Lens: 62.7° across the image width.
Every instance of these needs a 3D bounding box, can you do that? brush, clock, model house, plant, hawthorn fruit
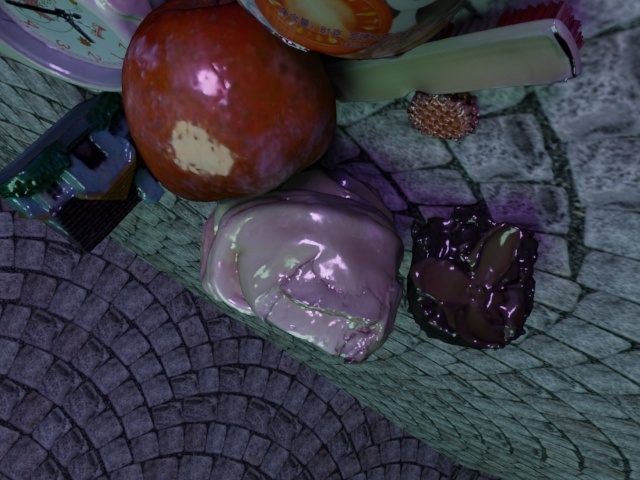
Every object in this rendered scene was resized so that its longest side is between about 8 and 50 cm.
[{"bbox_3d":[0.107,-0.183,0.534,0.060,0.050,0.321,41,163,-33],"label":"brush"},{"bbox_3d":[-0.319,-0.298,0.658,0.324,0.109,0.265,24,160,-24],"label":"clock"},{"bbox_3d":[-0.459,-0.115,1.070,0.230,0.280,0.249,5,142,50],"label":"model house"},{"bbox_3d":[0.206,0.058,0.736,0.178,0.204,0.234,10,163,21],"label":"plant"},{"bbox_3d":[-0.115,-0.163,0.594,0.263,0.235,0.231,44,164,-14],"label":"hawthorn fruit"}]

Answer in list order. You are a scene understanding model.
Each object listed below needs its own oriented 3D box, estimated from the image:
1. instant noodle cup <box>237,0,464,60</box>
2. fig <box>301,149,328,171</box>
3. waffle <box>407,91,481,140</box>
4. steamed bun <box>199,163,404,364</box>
[{"bbox_3d":[0.036,-0.239,0.264,0.243,0.243,0.231,31,166,-3],"label":"instant noodle cup"},{"bbox_3d":[-0.033,-0.145,0.765,0.089,0.089,0.125,35,-174,-14],"label":"fig"},{"bbox_3d":[0.139,-0.143,0.592,0.083,0.029,0.075,15,157,27],"label":"waffle"},{"bbox_3d":[0.000,0.000,0.821,0.346,0.238,0.394,7,-163,-39],"label":"steamed bun"}]
